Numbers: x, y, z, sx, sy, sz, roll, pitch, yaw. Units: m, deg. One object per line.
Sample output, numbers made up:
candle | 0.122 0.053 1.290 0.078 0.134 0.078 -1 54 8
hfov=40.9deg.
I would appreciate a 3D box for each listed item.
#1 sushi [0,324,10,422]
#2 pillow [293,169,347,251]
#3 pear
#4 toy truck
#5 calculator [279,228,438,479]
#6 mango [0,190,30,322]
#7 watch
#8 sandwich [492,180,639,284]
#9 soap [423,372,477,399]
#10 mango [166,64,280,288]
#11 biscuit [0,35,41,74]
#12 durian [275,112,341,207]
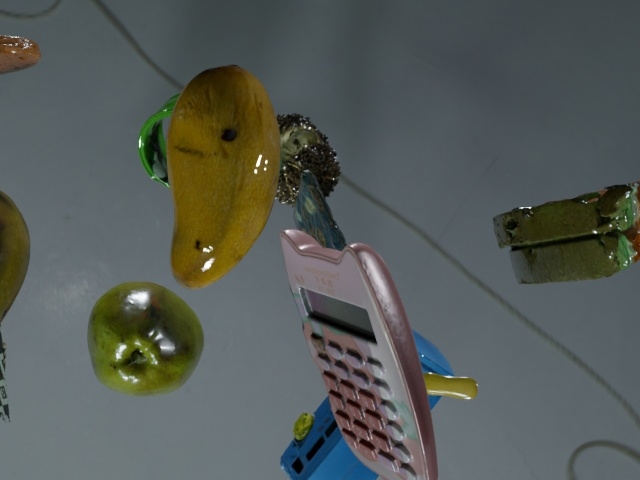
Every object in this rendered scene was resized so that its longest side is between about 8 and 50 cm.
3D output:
sushi | -0.706 0.218 1.806 0.050 0.290 0.264 -15 111 -42
pillow | 0.001 0.001 1.428 0.034 0.255 0.189 -19 79 -12
pear | -0.391 0.219 1.894 0.269 0.321 0.269 0 95 -3
toy truck | 0.084 0.345 1.672 0.161 0.162 0.385 36 97 -23
calculator | 0.049 0.143 0.978 0.048 0.220 0.330 -23 108 -27
mango | -0.490 0.069 1.144 0.175 0.176 0.330 11 64 -18
watch | -0.149 -0.127 1.149 0.152 0.165 0.131 63 28 -21
sandwich | 0.351 -0.009 1.143 0.212 0.292 0.109 -10 88 -36
soap | 0.187 0.214 1.262 0.089 0.012 0.034 5 87 18
mango | -0.111 -0.073 0.975 0.109 0.157 0.262 12 76 -44
biscuit | -0.479 -0.260 1.143 0.186 0.192 0.036 -10 85 -8
durian | -0.034 -0.146 1.596 0.196 0.167 0.196 33 42 -36
